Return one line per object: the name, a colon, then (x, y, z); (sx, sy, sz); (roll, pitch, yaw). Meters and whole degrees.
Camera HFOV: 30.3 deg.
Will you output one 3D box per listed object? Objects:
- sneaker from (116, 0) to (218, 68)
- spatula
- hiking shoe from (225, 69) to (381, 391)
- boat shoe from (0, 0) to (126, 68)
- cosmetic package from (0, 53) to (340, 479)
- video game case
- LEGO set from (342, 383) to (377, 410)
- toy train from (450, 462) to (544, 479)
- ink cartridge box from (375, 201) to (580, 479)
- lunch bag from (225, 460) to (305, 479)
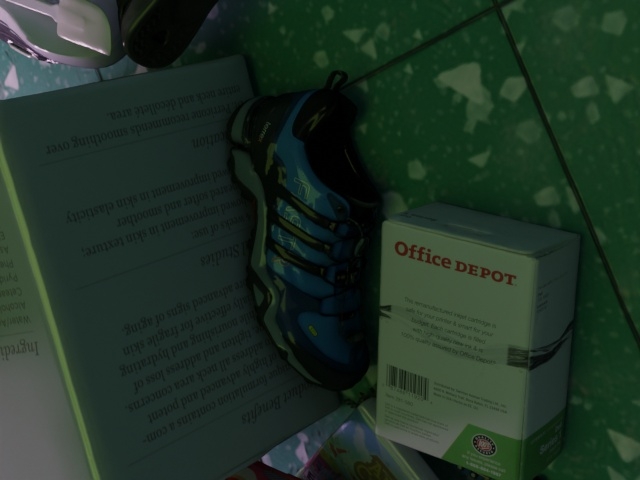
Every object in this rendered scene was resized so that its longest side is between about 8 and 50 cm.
sneaker: (-0.122, -0.287, 1.156); (0.227, 0.087, 0.130); (-46, 44, 19)
spatula: (-0.279, -0.300, 1.203); (0.242, 0.019, 0.168); (26, 117, 35)
hiking shoe: (0.000, 0.000, 1.137); (0.132, 0.113, 0.304); (-11, 97, 41)
boat shoe: (-0.304, -0.245, 1.310); (0.301, 0.108, 0.102); (25, 161, 33)
cosmetic package: (-0.241, 0.053, 1.202); (0.328, 0.329, 0.393); (-10, 97, 40)
video game case: (0.075, 0.284, 1.197); (0.212, 0.023, 0.193); (52, 143, 14)
LEGO set: (0.065, 0.172, 1.205); (0.083, 0.023, 0.054); (30, 124, 12)
toy train: (0.189, 0.235, 1.121); (0.158, 0.027, 0.036); (27, 130, 29)
ink cartridge box: (0.139, 0.088, 1.067); (0.160, 0.093, 0.219); (16, 113, 35)
lunch bag: (-0.021, 0.364, 1.226); (0.293, 0.120, 0.258); (18, 138, 40)
